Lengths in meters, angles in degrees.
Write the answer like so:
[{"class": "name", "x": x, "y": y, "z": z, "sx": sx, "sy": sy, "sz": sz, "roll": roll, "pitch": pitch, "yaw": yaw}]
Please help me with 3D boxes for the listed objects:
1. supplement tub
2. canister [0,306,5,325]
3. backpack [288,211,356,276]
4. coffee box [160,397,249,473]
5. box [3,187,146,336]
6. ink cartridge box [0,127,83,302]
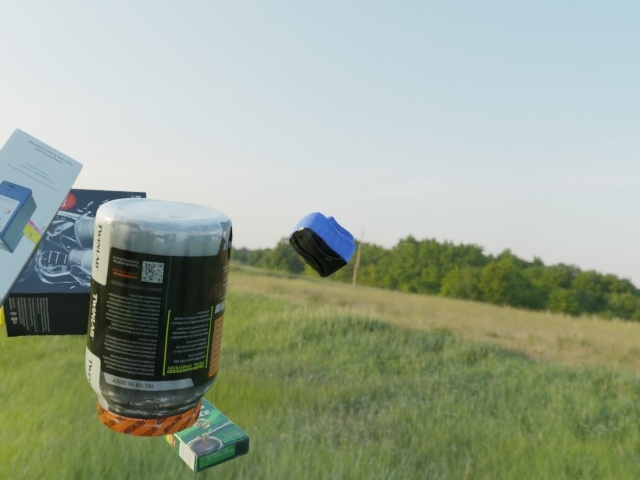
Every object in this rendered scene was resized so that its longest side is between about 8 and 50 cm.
[{"class": "supplement tub", "x": -0.254, "y": 0.114, "z": 1.007, "sx": 0.207, "sy": 0.337, "sz": 0.207, "roll": 8, "pitch": 10, "yaw": -1}, {"class": "canister", "x": -0.830, "y": 0.163, "z": 1.672, "sx": 0.170, "sy": 0.126, "sz": 0.073, "roll": -4, "pitch": -12, "yaw": 39}, {"class": "backpack", "x": 0.000, "y": 0.000, "z": 1.315, "sx": 0.120, "sy": 0.101, "sz": 0.098, "roll": 40, "pitch": -46, "yaw": -13}, {"class": "coffee box", "x": -0.229, "y": 0.352, "z": 1.198, "sx": 0.113, "sy": 0.040, "sz": 0.184, "roll": -9, "pitch": 21, "yaw": -38}, {"class": "box", "x": -0.586, "y": 0.047, "z": 1.580, "sx": 0.313, "sy": 0.343, "sz": 0.178, "roll": 2, "pitch": -43, "yaw": -19}, {"class": "ink cartridge box", "x": -0.386, "y": -0.002, "z": 0.768, "sx": 0.093, "sy": 0.212, "sz": 0.154, "roll": 31, "pitch": -43, "yaw": -18}]
